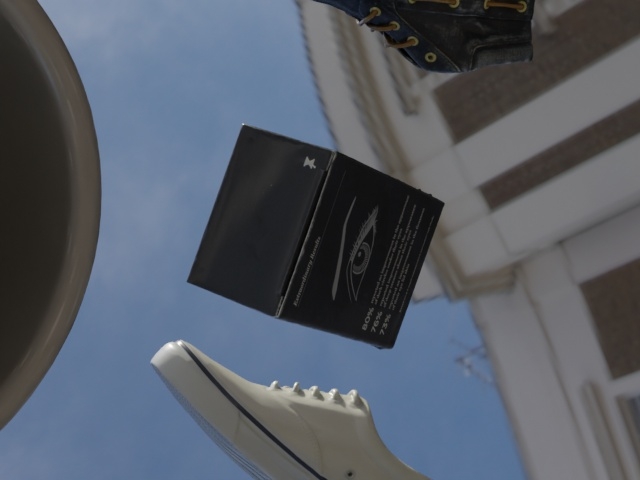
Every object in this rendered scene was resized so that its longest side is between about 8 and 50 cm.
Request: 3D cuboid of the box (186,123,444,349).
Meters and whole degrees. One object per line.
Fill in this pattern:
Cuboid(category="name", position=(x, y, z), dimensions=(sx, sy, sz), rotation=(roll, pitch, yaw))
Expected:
Cuboid(category="box", position=(0.000, 0.000, 1.332), dimensions=(0.207, 0.108, 0.153), rotation=(22, -93, -55))

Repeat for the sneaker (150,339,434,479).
Cuboid(category="sneaker", position=(-0.007, 0.146, 1.093), dimensions=(0.258, 0.094, 0.091), rotation=(37, -105, 8))

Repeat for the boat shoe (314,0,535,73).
Cuboid(category="boat shoe", position=(0.044, -0.139, 0.885), dimensions=(0.183, 0.065, 0.083), rotation=(-4, -79, -9))

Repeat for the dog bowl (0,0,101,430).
Cuboid(category="dog bowl", position=(-0.259, -0.017, 0.690), dimensions=(0.348, 0.102, 0.349), rotation=(-12, -70, -34))
